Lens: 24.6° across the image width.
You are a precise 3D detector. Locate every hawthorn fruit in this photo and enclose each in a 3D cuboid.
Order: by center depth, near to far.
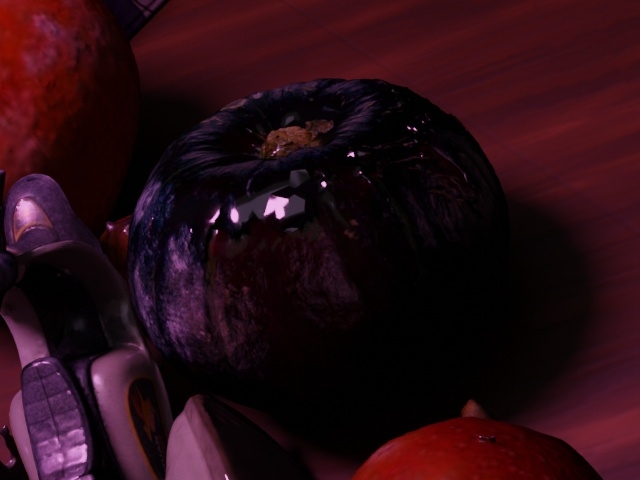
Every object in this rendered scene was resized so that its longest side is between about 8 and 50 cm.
[{"bbox_3d":[0.079,0.165,0.715,0.169,0.169,0.188,-14,39,16],"label":"hawthorn fruit"},{"bbox_3d":[-0.115,0.013,0.991,0.081,0.093,0.081,-13,45,13],"label":"hawthorn fruit"},{"bbox_3d":[-0.266,-0.080,1.053,0.284,0.284,0.284,-14,46,15],"label":"hawthorn fruit"}]

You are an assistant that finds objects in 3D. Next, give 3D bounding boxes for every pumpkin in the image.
[{"bbox_3d":[0.000,0.000,0.885,0.233,0.163,0.233,-11,28,6],"label":"pumpkin"}]

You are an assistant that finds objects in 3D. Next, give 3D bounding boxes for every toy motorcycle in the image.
[{"bbox_3d":[-0.152,0.077,0.874,0.091,0.157,0.263,-21,77,11],"label":"toy motorcycle"}]

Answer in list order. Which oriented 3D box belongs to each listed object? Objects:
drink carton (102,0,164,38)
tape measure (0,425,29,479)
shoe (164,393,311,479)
[{"bbox_3d":[-0.192,-0.255,1.248,0.102,0.134,0.222,24,64,42],"label":"drink carton"},{"bbox_3d":[-0.349,0.179,0.939,0.258,0.130,0.265,19,62,36],"label":"tape measure"},{"bbox_3d":[-0.044,0.200,0.786,0.098,0.103,0.275,-34,40,16],"label":"shoe"}]
